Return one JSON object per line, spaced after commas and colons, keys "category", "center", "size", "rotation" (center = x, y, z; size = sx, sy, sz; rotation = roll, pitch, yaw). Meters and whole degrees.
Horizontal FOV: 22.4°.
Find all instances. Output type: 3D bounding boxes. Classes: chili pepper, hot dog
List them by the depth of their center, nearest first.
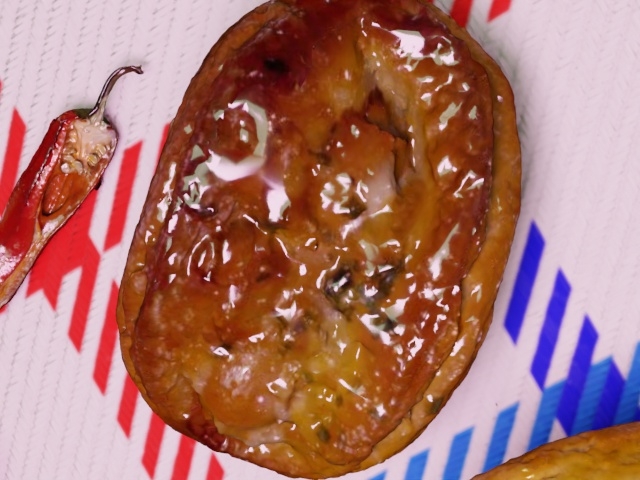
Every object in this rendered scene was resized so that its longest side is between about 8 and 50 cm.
{"category": "hot dog", "center": [0.000, 0.000, 1.204], "size": [0.267, 0.174, 0.387], "rotation": [19, 105, -5]}
{"category": "chili pepper", "center": [-0.224, -0.039, 1.333], "size": [0.268, 0.059, 0.050], "rotation": [-57, 44, 19]}

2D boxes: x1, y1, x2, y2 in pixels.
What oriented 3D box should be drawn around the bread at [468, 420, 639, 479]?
{"category": "bread", "center": [0.219, 0.304, 1.125], "size": [0.358, 0.204, 0.336], "rotation": [-17, 120, -16]}
